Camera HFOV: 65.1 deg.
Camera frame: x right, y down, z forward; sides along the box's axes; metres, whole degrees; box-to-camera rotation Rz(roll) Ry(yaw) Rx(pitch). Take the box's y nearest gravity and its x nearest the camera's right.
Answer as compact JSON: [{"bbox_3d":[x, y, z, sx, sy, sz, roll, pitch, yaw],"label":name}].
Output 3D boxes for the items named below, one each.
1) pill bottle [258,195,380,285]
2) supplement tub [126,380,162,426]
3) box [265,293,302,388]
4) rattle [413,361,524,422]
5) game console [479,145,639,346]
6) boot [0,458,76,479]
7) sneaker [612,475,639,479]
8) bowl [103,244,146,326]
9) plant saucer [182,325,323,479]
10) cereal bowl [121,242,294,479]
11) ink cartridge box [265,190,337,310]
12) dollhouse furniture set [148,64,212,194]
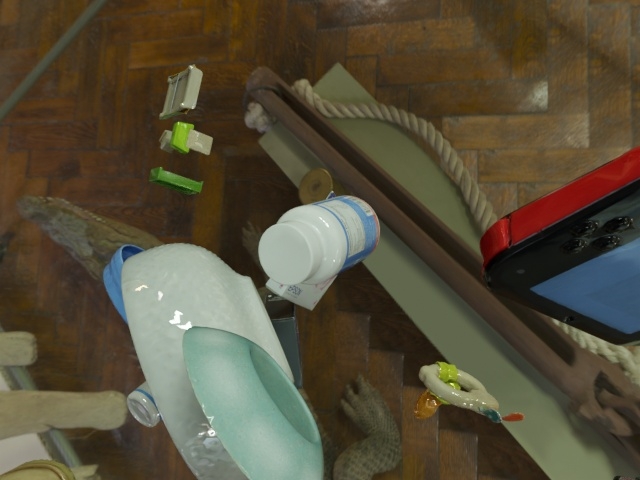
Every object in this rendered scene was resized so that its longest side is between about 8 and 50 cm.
[{"bbox_3d":[0.000,0.000,0.800,0.124,0.221,0.124,7,104,28],"label":"pill bottle"},{"bbox_3d":[-0.276,0.266,0.881,0.071,0.107,0.071,17,124,27],"label":"supplement tub"},{"bbox_3d":[-0.120,0.327,1.640,0.103,0.184,0.261,-5,111,1],"label":"box"},{"bbox_3d":[0.265,0.329,0.947,0.200,0.130,0.142,32,93,44],"label":"rattle"},{"bbox_3d":[0.392,0.008,0.507,0.342,0.387,0.060,-33,47,42],"label":"game console"},{"bbox_3d":[-0.444,0.339,0.537,0.236,0.269,0.089,-18,82,10],"label":"boot"},{"bbox_3d":[0.262,0.205,0.379,0.178,0.077,0.072,-7,106,-20],"label":"sneaker"},{"bbox_3d":[-0.408,0.181,1.318,0.077,0.391,0.391,-40,75,-1],"label":"bowl"},{"bbox_3d":[-0.046,0.146,0.446,0.037,0.195,0.195,-36,76,-1],"label":"plant saucer"},{"bbox_3d":[-0.129,0.150,0.685,0.141,0.339,0.339,-23,78,-7],"label":"cereal bowl"},{"bbox_3d":[0.003,0.048,1.534,0.071,0.324,0.330,35,87,22],"label":"ink cartridge box"},{"bbox_3d":[-0.169,-0.140,0.642,0.076,0.059,0.151,-1,77,51],"label":"dollhouse furniture set"}]
